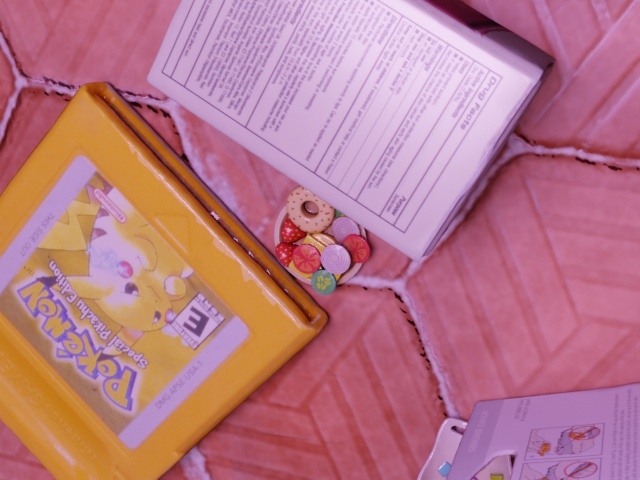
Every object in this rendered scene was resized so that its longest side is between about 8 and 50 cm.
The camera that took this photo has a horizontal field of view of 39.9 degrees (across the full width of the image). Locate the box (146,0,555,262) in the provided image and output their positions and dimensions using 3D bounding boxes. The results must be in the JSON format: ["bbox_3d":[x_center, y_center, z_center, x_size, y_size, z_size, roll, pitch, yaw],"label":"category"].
[{"bbox_3d":[0.024,-0.120,0.620,0.232,0.127,0.149,34,113,7],"label":"box"}]

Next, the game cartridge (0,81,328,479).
[{"bbox_3d":[-0.197,0.070,0.795,0.285,0.052,0.323,46,114,2],"label":"game cartridge"}]

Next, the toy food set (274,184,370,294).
[{"bbox_3d":[0.000,0.000,0.721,0.082,0.020,0.083,34,113,7],"label":"toy food set"}]

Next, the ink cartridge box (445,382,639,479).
[{"bbox_3d":[0.198,0.171,0.561,0.238,0.275,0.060,-13,101,23],"label":"ink cartridge box"}]

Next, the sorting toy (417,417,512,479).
[{"bbox_3d":[0.123,0.184,0.722,0.083,0.045,0.075,7,100,18],"label":"sorting toy"}]
